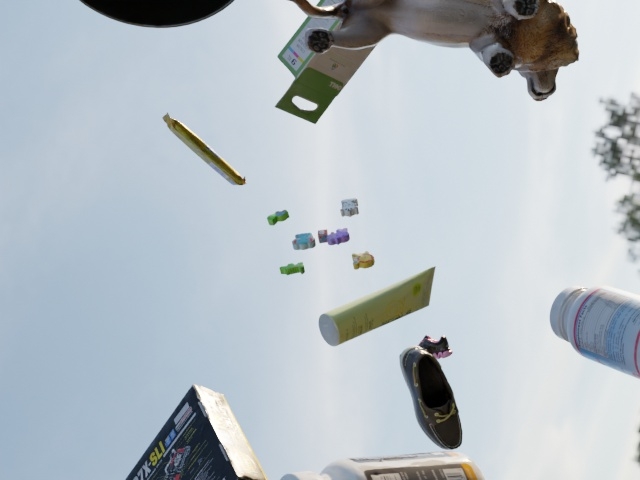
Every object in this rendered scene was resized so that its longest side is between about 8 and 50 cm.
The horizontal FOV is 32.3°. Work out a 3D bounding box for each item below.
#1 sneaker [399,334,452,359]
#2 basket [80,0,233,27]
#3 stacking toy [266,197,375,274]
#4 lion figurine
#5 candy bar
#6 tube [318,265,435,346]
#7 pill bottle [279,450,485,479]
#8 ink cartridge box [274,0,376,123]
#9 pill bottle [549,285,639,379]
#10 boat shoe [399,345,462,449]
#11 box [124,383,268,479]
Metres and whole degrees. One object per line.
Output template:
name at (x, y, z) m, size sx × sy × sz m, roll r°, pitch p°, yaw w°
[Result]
sneaker at (0.228, 0.236, 2.425) m, size 0.047 × 0.119 × 0.057 m, roll -21°, pitch -82°, yaw -75°
basket at (-0.130, -0.328, 1.096) m, size 0.227 × 0.204 × 0.154 m, roll -68°, pitch -29°, yaw -53°
stacking toy at (0.000, 0.000, 2.485) m, size 0.052 × 0.221 × 0.167 m, roll -88°, pitch -13°, yaw -55°
lion figurine at (0.144, -0.279, 1.390) m, size 0.240 × 0.392 × 0.142 m, roll -77°, pitch 2°, yaw -74°
candy bar at (-0.175, -0.134, 1.664) m, size 0.161 × 0.040 × 0.018 m, roll 41°, pitch -107°, yaw -15°
tube at (0.109, 0.118, 1.946) m, size 0.240 × 0.070 × 0.062 m, roll -20°, pitch -96°, yaw -32°
pill bottle at (0.085, 0.380, 1.531) m, size 0.278 × 0.162 × 0.162 m, roll 2°, pitch -73°, yaw -26°
ink cartridge box at (0.008, -0.289, 1.700) m, size 0.209 × 0.062 × 0.109 m, roll -51°, pitch -33°, yaw 16°
pill bottle at (0.331, 0.099, 1.222) m, size 0.087 × 0.160 × 0.087 m, roll -6°, pitch -77°, yaw -28°
boat shoe at (0.223, 0.315, 2.154) m, size 0.081 × 0.069 × 0.227 m, roll -28°, pitch -79°, yaw -15°
box at (-0.240, 0.451, 1.893) m, size 0.079 × 0.257 × 0.322 m, roll 27°, pitch -75°, yaw -34°
